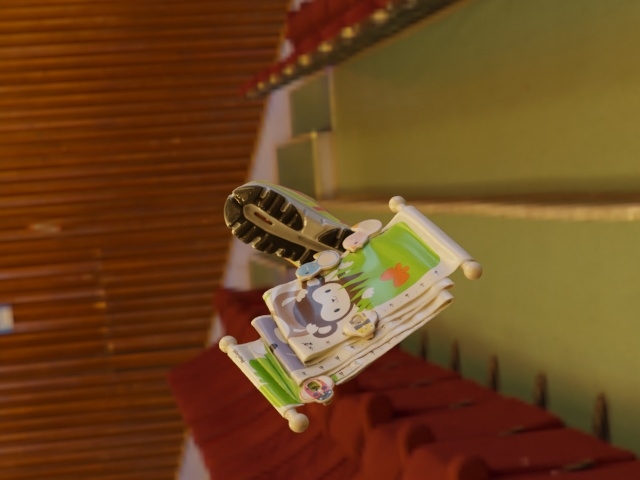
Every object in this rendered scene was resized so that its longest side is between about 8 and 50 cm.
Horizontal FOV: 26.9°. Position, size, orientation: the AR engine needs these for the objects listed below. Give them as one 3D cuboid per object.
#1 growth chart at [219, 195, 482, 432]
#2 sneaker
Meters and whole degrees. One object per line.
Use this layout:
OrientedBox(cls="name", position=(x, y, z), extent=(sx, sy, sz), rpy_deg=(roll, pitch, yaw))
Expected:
OrientedBox(cls="growth chart", position=(0.024, 0.056, 1.173), extent=(0.172, 0.237, 0.021), rpy_deg=(33, 155, 48))
OrientedBox(cls="sneaker", position=(0.000, 0.000, 1.359), extent=(0.081, 0.208, 0.094), rpy_deg=(-51, 10, 12))
